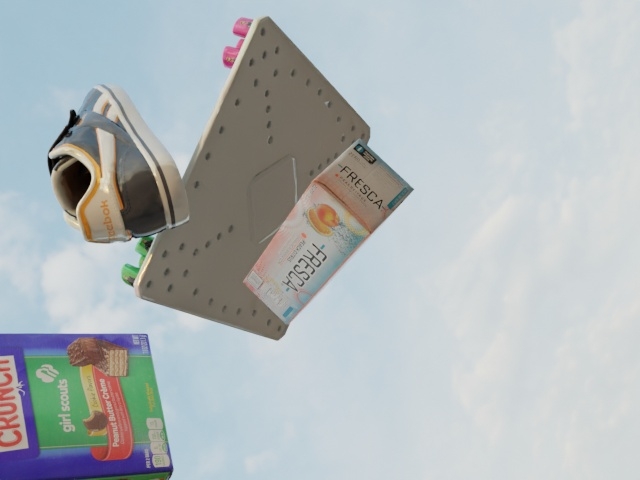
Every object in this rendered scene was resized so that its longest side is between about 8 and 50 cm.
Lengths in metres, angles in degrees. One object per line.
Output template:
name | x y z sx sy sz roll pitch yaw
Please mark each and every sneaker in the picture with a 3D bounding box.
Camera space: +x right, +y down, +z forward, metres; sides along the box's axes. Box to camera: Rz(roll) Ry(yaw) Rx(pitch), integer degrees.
sneaker | -0.269 -0.101 0.914 0.128 0.321 0.126 -20 -56 -19

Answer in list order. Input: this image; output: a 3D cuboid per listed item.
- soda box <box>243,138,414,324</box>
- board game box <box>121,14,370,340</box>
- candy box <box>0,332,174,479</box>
soda box | 0.000 0.000 0.611 0.063 0.058 0.183 -45 -3 -34
board game box | -0.086 -0.066 1.106 0.390 0.050 0.389 32 -99 -61
candy box | -0.413 0.275 1.163 0.317 0.268 0.122 3 -47 -28
